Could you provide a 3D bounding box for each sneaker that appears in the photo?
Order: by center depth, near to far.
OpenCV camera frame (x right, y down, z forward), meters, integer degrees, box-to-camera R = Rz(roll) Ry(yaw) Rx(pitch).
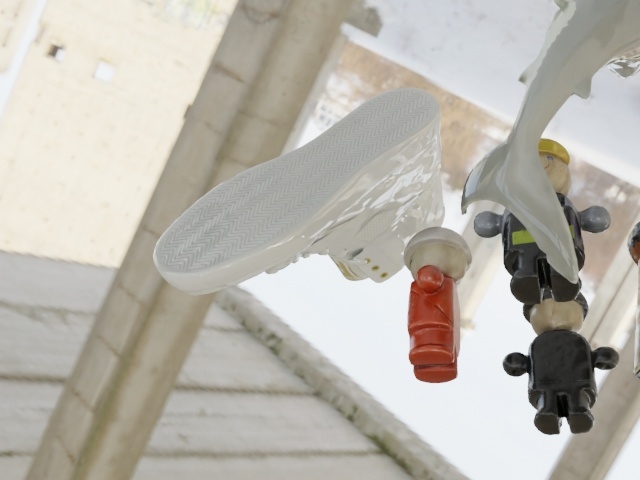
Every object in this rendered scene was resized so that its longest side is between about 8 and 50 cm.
[{"bbox_3d":[0.000,0.000,0.923,0.108,0.293,0.169,45,159,42],"label":"sneaker"}]

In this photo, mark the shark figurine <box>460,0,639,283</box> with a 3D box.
[{"bbox_3d":[0.193,-0.111,0.624,0.116,0.166,0.278,24,-136,21],"label":"shark figurine"}]

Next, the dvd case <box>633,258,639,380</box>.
[{"bbox_3d":[0.267,0.090,0.627,0.164,0.018,0.221,39,-157,4],"label":"dvd case"}]

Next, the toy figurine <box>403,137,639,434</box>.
[{"bbox_3d":[0.188,0.040,0.827,0.213,0.209,0.148,24,-133,-18],"label":"toy figurine"}]
